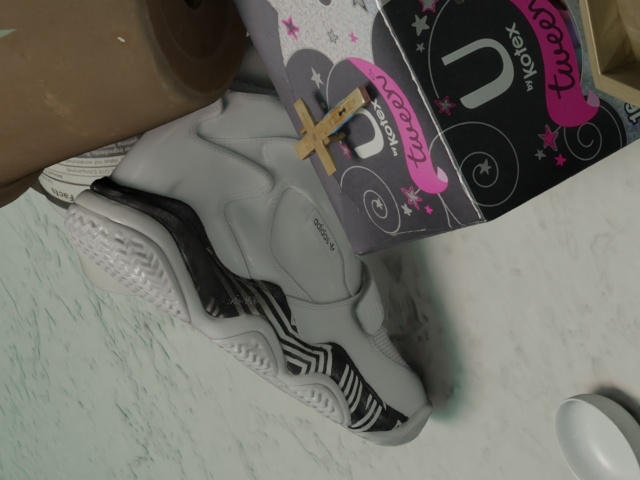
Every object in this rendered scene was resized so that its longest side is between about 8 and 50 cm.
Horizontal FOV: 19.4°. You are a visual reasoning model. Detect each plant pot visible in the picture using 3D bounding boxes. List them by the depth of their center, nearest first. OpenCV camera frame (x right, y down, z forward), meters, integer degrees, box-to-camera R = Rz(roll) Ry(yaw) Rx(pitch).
[{"bbox_3d":[-0.177,-0.152,1.197,0.229,0.263,0.263,-5,116,25],"label":"plant pot"}]

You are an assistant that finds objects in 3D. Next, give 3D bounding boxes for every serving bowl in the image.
[{"bbox_3d":[0.193,0.136,1.247,0.083,0.027,0.083,42,147,35],"label":"serving bowl"}]

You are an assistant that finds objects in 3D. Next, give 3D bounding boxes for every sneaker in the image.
[{"bbox_3d":[0.000,0.000,1.347,0.366,0.210,0.137,38,173,-41],"label":"sneaker"}]

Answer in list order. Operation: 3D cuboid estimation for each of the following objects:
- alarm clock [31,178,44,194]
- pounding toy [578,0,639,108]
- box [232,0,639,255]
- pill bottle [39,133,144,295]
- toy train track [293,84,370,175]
[{"bbox_3d":[-0.243,-0.081,1.689,0.192,0.064,0.129,8,151,37],"label":"alarm clock"},{"bbox_3d":[0.197,-0.141,0.923,0.130,0.100,0.141,-141,34,-63],"label":"pounding toy"},{"bbox_3d":[0.054,-0.135,1.102,0.247,0.142,0.163,63,154,-5],"label":"box"},{"bbox_3d":[-0.156,-0.106,1.478,0.162,0.162,0.278,29,140,47],"label":"pill bottle"},{"bbox_3d":[0.009,-0.068,1.074,0.048,0.014,0.083,64,147,9],"label":"toy train track"}]
